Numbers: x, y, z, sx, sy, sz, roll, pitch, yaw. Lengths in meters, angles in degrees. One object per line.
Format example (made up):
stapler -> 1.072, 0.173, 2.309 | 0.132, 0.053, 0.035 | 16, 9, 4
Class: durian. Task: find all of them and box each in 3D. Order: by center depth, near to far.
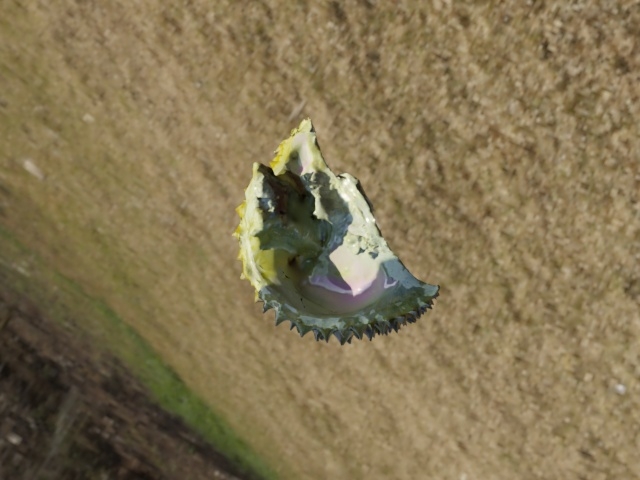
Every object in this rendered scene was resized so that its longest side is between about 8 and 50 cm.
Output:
durian -> 0.000, 0.000, 1.256 | 0.172, 0.306, 0.166 | -6, 144, -29
